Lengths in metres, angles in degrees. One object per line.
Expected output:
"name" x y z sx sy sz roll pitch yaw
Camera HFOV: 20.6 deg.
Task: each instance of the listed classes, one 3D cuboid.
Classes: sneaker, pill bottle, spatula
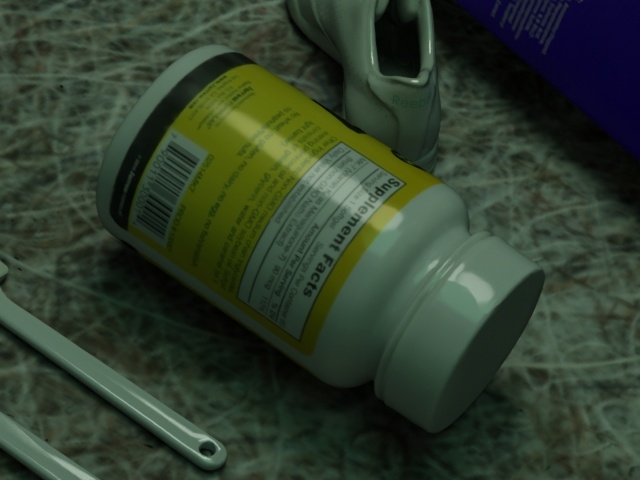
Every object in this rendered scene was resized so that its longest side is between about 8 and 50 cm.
"sneaker" 0.034 -0.137 1.032 0.080 0.094 0.212 -6 51 -14
"pill bottle" 0.000 0.000 0.890 0.208 0.119 0.119 34 52 17
"spatula" -0.181 0.080 0.857 0.242 0.019 0.168 34 46 17

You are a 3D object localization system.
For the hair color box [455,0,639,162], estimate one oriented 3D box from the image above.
"hair color box" 0.215 -0.140 1.039 0.185 0.110 0.339 -18 52 -42
